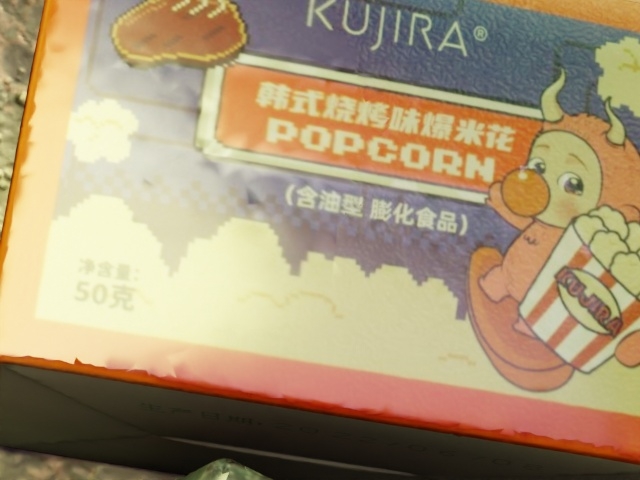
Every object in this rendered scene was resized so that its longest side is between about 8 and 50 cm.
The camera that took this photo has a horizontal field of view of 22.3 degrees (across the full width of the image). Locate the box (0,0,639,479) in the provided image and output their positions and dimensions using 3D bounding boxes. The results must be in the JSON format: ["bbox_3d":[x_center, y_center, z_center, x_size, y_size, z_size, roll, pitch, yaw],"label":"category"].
[{"bbox_3d":[0.000,0.000,0.917,0.349,0.318,0.256,10,73,-8],"label":"box"}]

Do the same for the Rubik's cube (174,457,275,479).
[{"bbox_3d":[-0.014,0.342,0.816,0.344,0.344,0.337,28,69,-6],"label":"Rubik's cube"}]
